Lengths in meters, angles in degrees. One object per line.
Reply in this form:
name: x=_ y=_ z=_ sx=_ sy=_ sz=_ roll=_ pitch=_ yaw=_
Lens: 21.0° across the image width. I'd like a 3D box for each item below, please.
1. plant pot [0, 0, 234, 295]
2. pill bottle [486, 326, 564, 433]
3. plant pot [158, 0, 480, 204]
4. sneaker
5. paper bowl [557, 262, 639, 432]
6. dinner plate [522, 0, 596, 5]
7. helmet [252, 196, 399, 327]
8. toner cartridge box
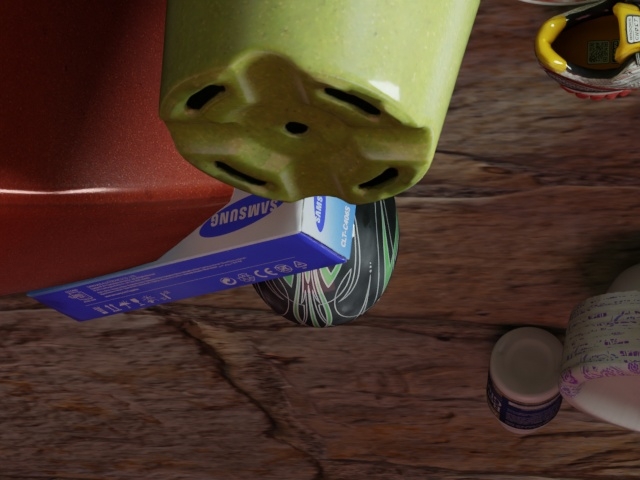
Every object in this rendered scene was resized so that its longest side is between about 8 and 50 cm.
plant pot: x=-0.215 y=-0.100 z=1.422 sx=0.235 sy=0.267 sz=0.267 roll=4 pitch=159 yaw=-27
pill bottle: x=0.249 y=0.177 z=2.090 sx=0.094 sy=0.094 sz=0.169 roll=4 pitch=156 yaw=5
plant pot: x=0.003 y=-0.172 z=1.158 sx=0.276 sy=0.254 sz=0.276 roll=8 pitch=153 yaw=4
sneaker: x=0.271 y=-0.152 z=1.332 sx=0.225 sy=0.088 sz=0.092 roll=-9 pitch=172 yaw=28
paper bowl: x=0.401 y=0.115 z=1.826 sx=0.284 sy=0.148 sz=0.284 roll=10 pitch=163 yaw=3
dinner plate: x=0.180 y=-0.223 z=1.311 sx=0.141 sy=0.017 sz=0.141 roll=5 pitch=157 yaw=2
helmet: x=0.000 y=0.000 z=1.675 sx=0.169 sy=0.162 sz=0.169 roll=5 pitch=156 yaw=2
toner cartridge box: x=-0.121 y=-0.035 z=1.626 sx=0.347 sy=0.165 sz=0.075 roll=-14 pitch=149 yaw=37
